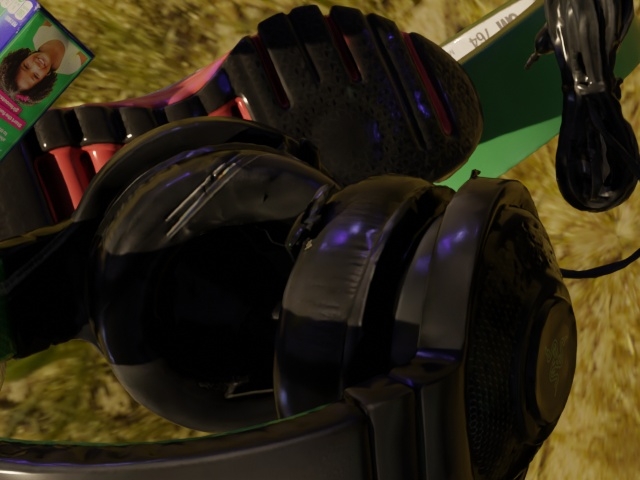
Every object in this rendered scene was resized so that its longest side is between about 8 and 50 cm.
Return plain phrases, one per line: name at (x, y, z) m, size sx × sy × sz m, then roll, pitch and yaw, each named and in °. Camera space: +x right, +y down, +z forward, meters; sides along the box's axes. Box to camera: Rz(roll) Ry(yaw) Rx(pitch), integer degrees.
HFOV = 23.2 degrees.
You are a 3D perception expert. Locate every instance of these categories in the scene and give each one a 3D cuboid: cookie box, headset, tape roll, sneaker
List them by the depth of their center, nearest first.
headset at (0.000, 0.000, 0.626) m, size 0.243 × 0.394 × 0.185 m, roll 17°, pitch 118°, yaw 45°
cookie box at (-0.162, -0.065, 0.675) m, size 0.107 × 0.040 × 0.092 m, roll -50°, pitch 41°, yaw -3°
sneaker at (-0.063, -0.046, 0.882) m, size 0.313 × 0.136 × 0.116 m, roll -16°, pitch 84°, yaw -17°
tape roll at (0.085, -0.086, 1.136) m, size 0.321 × 0.321 × 0.077 m, roll -33°, pitch 98°, yaw 9°

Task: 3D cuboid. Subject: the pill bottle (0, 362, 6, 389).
pill bottle at (-0.319, 0.092, 1.249) m, size 0.130 × 0.246 × 0.131 m, roll 2°, pitch 79°, yaw -10°
